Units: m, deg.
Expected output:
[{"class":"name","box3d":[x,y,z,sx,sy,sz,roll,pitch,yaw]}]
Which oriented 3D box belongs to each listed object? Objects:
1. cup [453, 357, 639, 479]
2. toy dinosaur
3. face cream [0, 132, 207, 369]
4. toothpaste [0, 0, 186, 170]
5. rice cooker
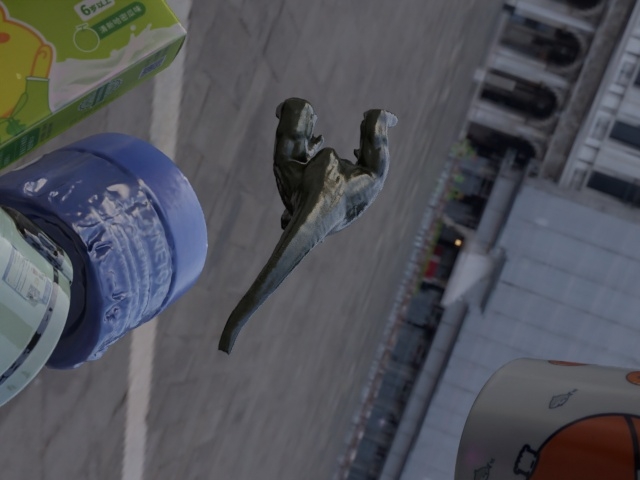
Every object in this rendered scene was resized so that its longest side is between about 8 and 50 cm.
[{"class":"cup","box3d":[0.299,0.211,0.803,0.212,0.317,0.212,1,89,-48]},{"class":"toy dinosaur","box3d":[0.000,0.000,0.674,0.187,0.087,0.179,63,34,-77]},{"class":"face cream","box3d":[-0.300,0.013,1.231,0.225,0.249,0.249,-41,153,-53]},{"class":"toothpaste","box3d":[-0.255,-0.107,0.715,0.327,0.110,0.077,-37,-176,-22]},{"class":"rice cooker","box3d":[-0.372,0.050,0.962,0.244,0.226,0.226,51,51,-40]}]
